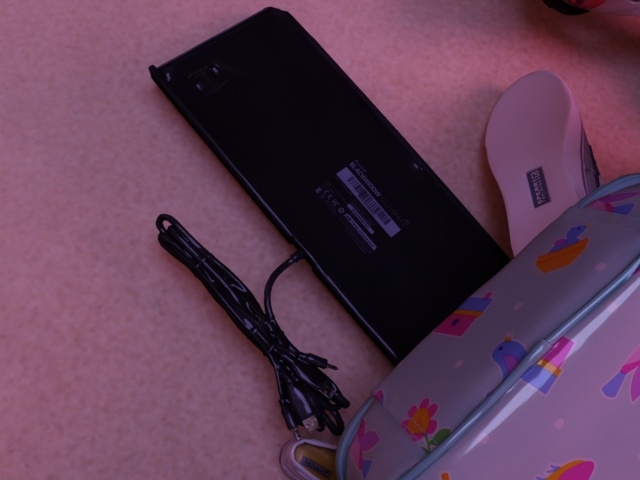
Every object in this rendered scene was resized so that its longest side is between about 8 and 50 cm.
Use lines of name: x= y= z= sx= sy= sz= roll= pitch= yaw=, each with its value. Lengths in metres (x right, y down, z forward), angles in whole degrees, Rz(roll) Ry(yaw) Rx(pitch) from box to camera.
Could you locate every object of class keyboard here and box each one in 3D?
keyboard: x=0.000 y=0.000 z=0.564 sx=0.201 sy=0.033 sz=0.317 roll=-36 pitch=81 yaw=-29

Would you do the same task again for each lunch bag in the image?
lunch bag: x=0.159 y=0.120 z=0.475 sx=0.279 sy=0.108 sz=0.224 roll=-43 pitch=106 yaw=-4

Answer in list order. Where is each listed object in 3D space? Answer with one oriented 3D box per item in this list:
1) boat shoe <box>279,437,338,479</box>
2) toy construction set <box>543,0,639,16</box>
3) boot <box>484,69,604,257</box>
boat shoe: x=0.024 y=0.144 z=0.517 sx=0.100 sy=0.035 sz=0.035 roll=27 pitch=68 yaw=-2
toy construction set: x=0.321 y=-0.215 z=0.577 sx=0.237 sy=0.309 sz=0.257 roll=35 pitch=89 yaw=-9
boot: x=0.165 y=-0.028 z=0.601 sx=0.086 sy=0.069 sz=0.190 roll=42 pitch=40 yaw=-38
